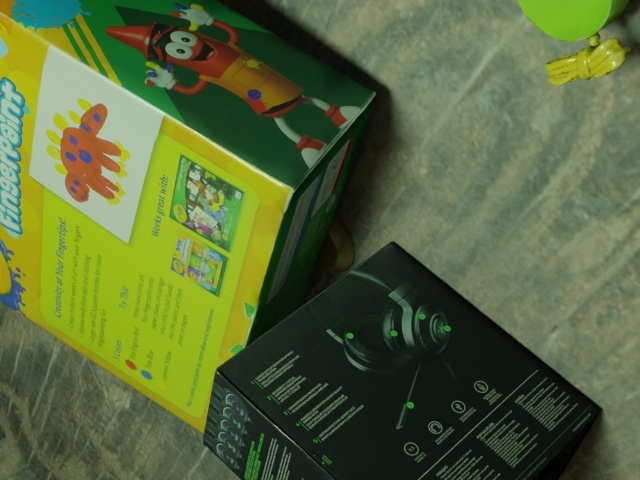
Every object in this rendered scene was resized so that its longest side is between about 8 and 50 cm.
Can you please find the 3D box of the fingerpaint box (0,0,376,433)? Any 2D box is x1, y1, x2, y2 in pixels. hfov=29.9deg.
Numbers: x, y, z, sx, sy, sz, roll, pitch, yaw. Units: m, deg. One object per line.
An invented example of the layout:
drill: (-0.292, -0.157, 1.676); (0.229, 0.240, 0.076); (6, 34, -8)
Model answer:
fingerpaint box: (-0.182, -0.051, 1.216); (0.371, 0.163, 0.445); (31, 142, 10)

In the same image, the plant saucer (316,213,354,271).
plant saucer: (0.000, 0.000, 1.254); (0.083, 0.015, 0.083); (31, 139, 31)

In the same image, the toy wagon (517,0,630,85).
toy wagon: (0.128, -0.273, 0.818); (0.267, 0.068, 0.344); (-10, 111, 54)

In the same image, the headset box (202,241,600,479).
headset box: (0.063, 0.167, 1.113); (0.283, 0.246, 0.131); (39, 143, 21)
